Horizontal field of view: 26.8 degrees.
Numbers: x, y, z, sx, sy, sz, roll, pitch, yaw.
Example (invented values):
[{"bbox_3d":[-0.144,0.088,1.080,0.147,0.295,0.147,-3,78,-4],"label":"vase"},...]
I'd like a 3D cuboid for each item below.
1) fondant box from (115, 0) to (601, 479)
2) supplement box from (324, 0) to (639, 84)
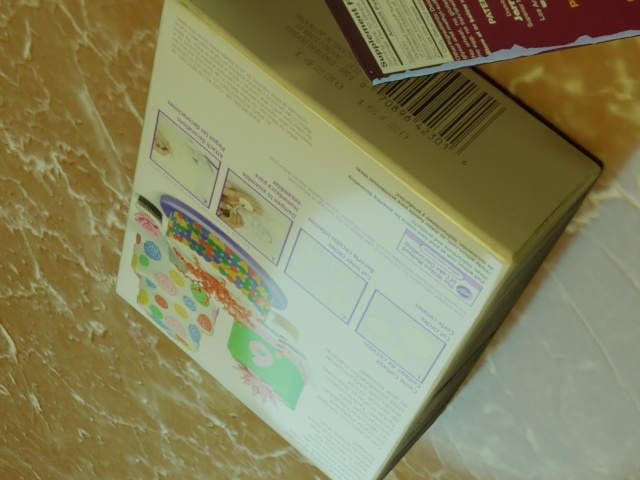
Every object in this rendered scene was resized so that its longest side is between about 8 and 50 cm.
[{"bbox_3d":[0.000,0.000,0.847,0.238,0.096,0.330,39,146,12],"label":"fondant box"},{"bbox_3d":[0.094,-0.136,0.580,0.188,0.104,0.081,-3,124,51],"label":"supplement box"}]
